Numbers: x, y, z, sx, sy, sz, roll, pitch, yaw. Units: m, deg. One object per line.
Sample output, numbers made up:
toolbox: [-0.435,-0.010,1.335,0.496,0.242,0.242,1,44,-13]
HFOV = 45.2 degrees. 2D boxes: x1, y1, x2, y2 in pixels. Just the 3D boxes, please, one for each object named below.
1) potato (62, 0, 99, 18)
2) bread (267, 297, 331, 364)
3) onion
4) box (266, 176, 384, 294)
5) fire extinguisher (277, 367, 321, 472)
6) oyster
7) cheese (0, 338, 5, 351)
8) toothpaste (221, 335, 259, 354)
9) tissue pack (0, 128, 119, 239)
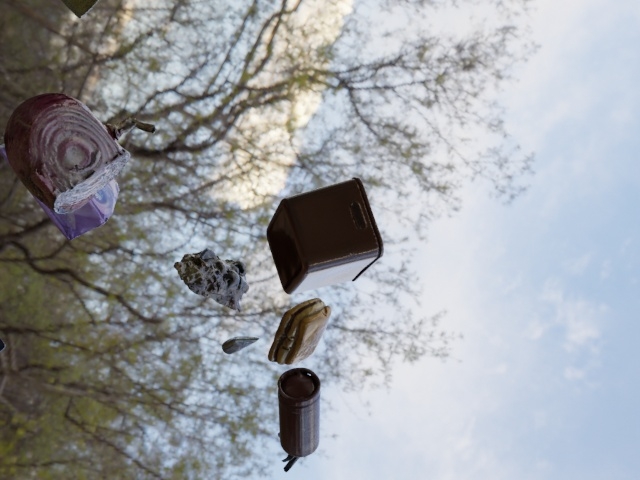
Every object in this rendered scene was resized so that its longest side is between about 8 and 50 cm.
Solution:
potato: [-0.597,-0.701,1.841,0.269,0.255,0.112,-14,-143,52]
bread: [-0.049,0.227,1.841,0.077,0.116,0.200,43,-45,23]
onion: [-0.568,-0.200,1.680,0.256,0.230,0.272,-39,-171,41]
box: [0.000,0.000,2.179,0.339,0.229,0.239,126,-53,-69]
fire extinguisher: [-0.051,0.405,1.704,0.105,0.104,0.269,-104,-168,-48]
oyster: [-0.375,0.104,2.717,0.096,0.361,0.221,-38,-134,21]
cheese: [-1.115,0.399,2.387,0.286,0.074,0.189,-41,-120,-18]
toothpaste: [-0.195,0.241,1.788,0.197,0.057,0.035,146,-57,-65]
tissue pack: [-0.719,-0.208,2.137,0.160,0.338,0.242,-23,-147,7]
